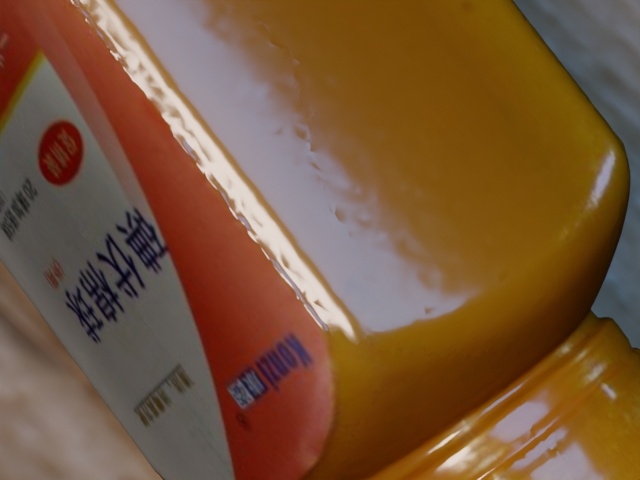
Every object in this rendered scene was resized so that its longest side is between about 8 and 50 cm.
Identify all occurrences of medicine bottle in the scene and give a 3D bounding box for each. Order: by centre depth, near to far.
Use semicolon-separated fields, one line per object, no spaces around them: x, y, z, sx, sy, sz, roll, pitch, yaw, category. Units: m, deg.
-0.001;0.000;0.524;0.112;0.149;0.222;-35;86;-30;medicine bottle
